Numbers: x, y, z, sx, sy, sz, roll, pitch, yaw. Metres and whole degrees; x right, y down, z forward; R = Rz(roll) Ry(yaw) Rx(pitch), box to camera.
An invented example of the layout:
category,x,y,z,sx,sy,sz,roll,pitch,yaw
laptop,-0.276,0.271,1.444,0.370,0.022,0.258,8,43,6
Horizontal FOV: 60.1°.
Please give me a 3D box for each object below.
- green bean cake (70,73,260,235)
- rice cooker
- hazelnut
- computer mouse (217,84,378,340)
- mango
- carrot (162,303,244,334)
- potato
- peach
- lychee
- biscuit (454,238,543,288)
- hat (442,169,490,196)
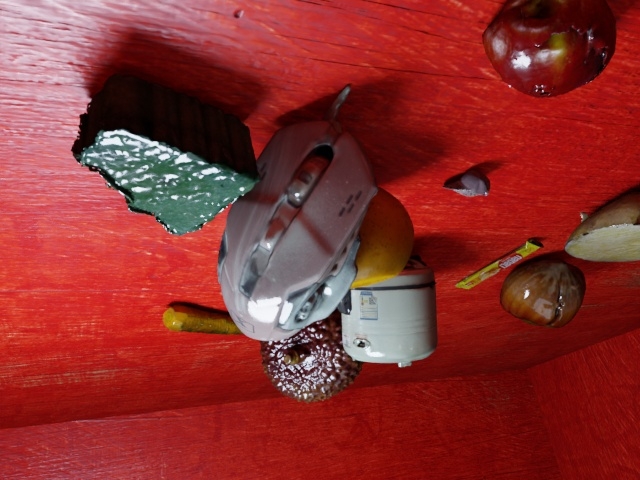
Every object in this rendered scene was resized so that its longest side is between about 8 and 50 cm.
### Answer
category,x,y,z,sx,sy,sz,roll,pitch,yaw
green bean cake,-0.205,-0.098,0.686,0.208,0.107,0.193,14,149,-43
rice cooker,0.146,0.146,1.228,0.226,0.244,0.226,-3,-176,0
hazelnut,0.598,0.141,1.480,0.212,0.181,0.181,5,173,-12
computer mouse,-0.038,-0.018,0.737,0.389,0.200,0.115,-66,166,22
mango,0.000,0.000,0.881,0.291,0.190,0.160,-21,163,15
carrot,-0.268,0.207,1.412,0.066,0.066,0.314,-24,157,27
potato,0.669,-0.038,1.187,0.239,0.115,0.299,8,162,-23
peach,0.270,-0.219,0.632,0.127,0.092,0.172,-32,147,34
lychee,-0.014,0.272,1.405,0.276,0.275,0.304,-21,175,22
biscuit,0.457,0.066,1.438,0.048,0.026,0.292,20,146,-17
hat,0.255,-0.102,0.965,0.058,0.042,0.087,13,-179,-38
